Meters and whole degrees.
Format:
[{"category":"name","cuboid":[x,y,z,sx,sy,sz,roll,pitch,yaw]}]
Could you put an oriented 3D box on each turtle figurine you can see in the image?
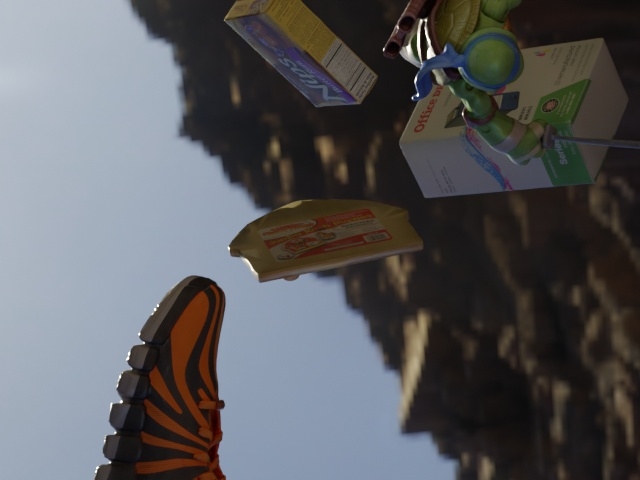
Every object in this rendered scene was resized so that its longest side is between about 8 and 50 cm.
[{"category":"turtle figurine","cuboid":[0.183,-0.181,1.693,0.274,0.198,0.266,-23,-156,-6]}]

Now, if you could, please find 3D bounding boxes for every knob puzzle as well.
[{"category":"knob puzzle","cuboid":[0.000,0.000,1.966,0.213,0.030,0.213,-7,-160,3]}]

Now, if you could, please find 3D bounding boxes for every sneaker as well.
[{"category":"sneaker","cuboid":[-0.098,0.202,1.687,0.180,0.321,0.124,17,-178,15]}]

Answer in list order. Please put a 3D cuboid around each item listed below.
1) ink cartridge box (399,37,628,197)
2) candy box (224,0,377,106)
[{"category":"ink cartridge box","cuboid":[0.214,-0.134,2.118,0.212,0.093,0.154,-6,-141,33]},{"category":"candy box","cuboid":[-0.025,-0.253,2.504,0.109,0.186,0.053,2,-126,56]}]
